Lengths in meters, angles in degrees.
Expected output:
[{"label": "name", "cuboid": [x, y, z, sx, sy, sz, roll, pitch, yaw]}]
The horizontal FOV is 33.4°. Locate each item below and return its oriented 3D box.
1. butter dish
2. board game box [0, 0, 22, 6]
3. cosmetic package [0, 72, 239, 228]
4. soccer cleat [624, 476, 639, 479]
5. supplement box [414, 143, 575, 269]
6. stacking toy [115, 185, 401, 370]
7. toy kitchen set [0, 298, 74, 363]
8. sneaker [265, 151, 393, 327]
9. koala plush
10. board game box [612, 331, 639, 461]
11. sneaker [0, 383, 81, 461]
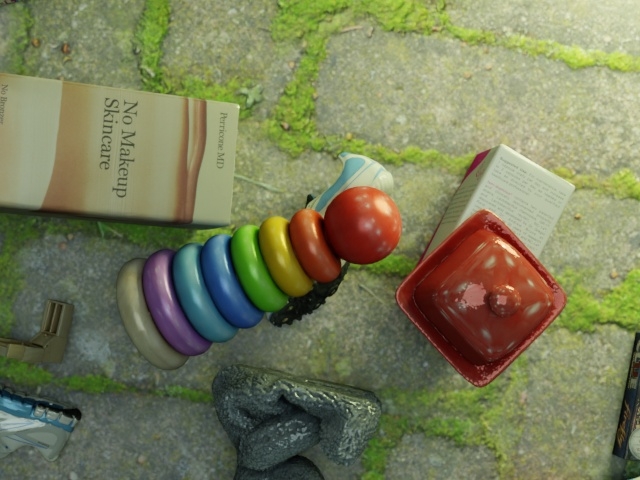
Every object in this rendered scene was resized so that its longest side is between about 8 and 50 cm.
[{"label": "butter dish", "cuboid": [0.192, 0.066, 1.197, 0.160, 0.118, 0.160, -43, 93, -6]}, {"label": "board game box", "cuboid": [-0.367, -0.348, 1.307, 0.154, 0.026, 0.103, -16, 90, -6]}, {"label": "cosmetic package", "cuboid": [-0.255, -0.097, 1.225, 0.296, 0.129, 0.153, 3, 88, -21]}, {"label": "soccer cleat", "cuboid": [0.334, 0.354, 1.304, 0.331, 0.143, 0.116, -12, 90, -6]}, {"label": "supplement box", "cuboid": [0.202, 0.005, 1.316, 0.114, 0.111, 0.220, 28, 86, -5]}, {"label": "stacking toy", "cuboid": [-0.062, 0.032, 1.225, 0.330, 0.141, 0.141, -22, 91, 13]}, {"label": "toy kitchen set", "cuboid": [-0.355, 0.103, 1.278, 0.068, 0.083, 0.075, 10, 86, 36]}, {"label": "sneaker", "cuboid": [0.000, 0.000, 1.319, 0.086, 0.085, 0.237, 34, 91, 28]}, {"label": "koala plush", "cuboid": [-0.048, 0.270, 1.253, 0.203, 0.196, 0.221, 13, 87, 6]}, {"label": "board game box", "cuboid": [0.514, 0.222, 1.378, 0.243, 0.042, 0.165, 12, 87, -6]}, {"label": "sneaker", "cuboid": [-0.389, 0.213, 1.269, 0.191, 0.071, 0.082, 21, 92, -5]}]
